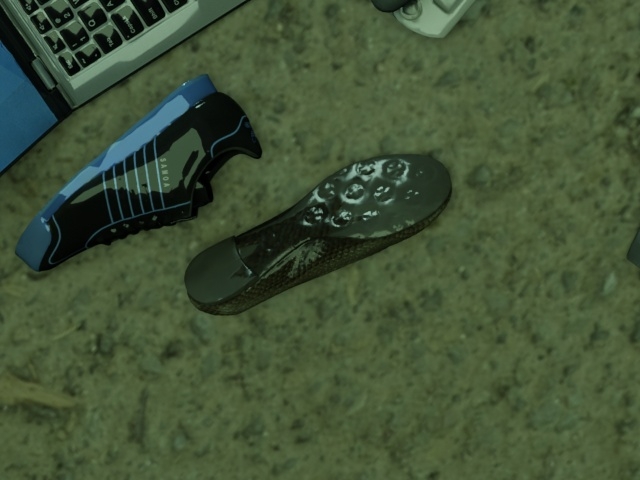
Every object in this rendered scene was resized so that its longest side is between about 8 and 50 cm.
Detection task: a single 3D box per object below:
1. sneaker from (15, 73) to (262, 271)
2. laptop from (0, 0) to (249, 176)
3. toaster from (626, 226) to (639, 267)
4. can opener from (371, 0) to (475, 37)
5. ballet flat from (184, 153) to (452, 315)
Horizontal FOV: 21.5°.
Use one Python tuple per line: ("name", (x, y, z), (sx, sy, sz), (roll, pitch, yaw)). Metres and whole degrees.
("sneaker", (-0.156, -0.038, 1.456), (0.232, 0.081, 0.090), (-41, 86, 6))
("laptop", (-0.267, -0.261, 1.323), (0.408, 0.236, 0.382), (-31, 107, 6))
("toaster", (0.371, -0.016, 1.410), (0.186, 0.110, 0.168), (25, 99, 0))
("can opener", (0.154, -0.285, 1.406), (0.074, 0.093, 0.280), (40, 93, -1))
("ballet flat", (0.000, 0.000, 1.468), (0.250, 0.058, 0.084), (-27, 59, 1))
